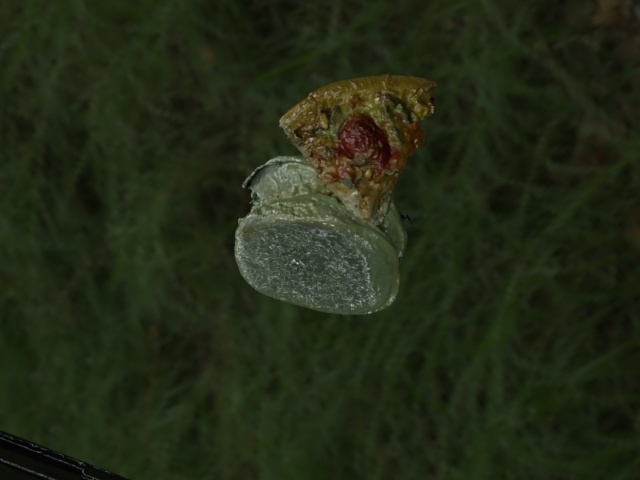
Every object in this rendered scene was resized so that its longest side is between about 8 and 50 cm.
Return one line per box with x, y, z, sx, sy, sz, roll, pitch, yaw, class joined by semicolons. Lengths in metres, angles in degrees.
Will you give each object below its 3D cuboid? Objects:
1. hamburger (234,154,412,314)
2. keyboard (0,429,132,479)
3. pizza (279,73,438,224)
0.000;0.000;1.401;0.133;0.062;0.140;8;147;11;hamburger
-0.197;0.118;1.060;0.198;0.063;0.010;19;106;11;keyboard
0.027;-0.045;0.952;0.025;0.083;0.078;-141;35;-78;pizza
